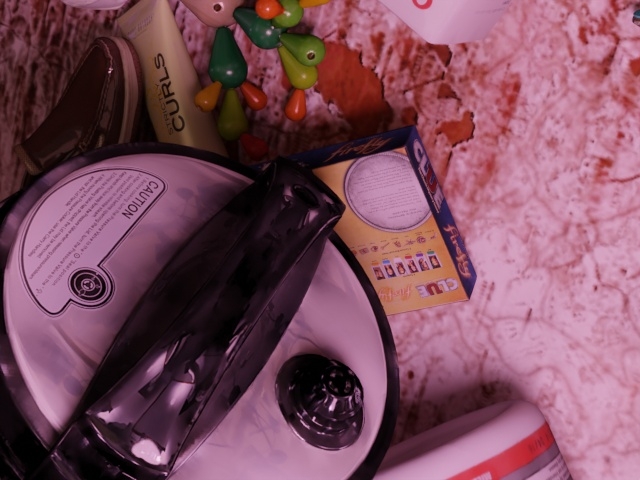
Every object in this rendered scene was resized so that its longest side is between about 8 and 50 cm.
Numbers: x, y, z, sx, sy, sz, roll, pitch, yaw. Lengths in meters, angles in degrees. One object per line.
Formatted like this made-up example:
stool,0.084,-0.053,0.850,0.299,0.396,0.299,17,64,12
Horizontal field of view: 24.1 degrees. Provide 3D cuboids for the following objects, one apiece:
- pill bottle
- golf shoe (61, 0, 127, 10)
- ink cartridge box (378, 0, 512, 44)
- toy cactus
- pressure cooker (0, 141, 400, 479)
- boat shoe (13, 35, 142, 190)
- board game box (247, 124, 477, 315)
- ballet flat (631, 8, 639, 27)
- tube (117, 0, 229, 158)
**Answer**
pill bottle,0.163,0.338,1.285,0.210,0.210,0.363,-26,86,30
golf shoe,-0.141,-0.330,1.391,0.306,0.140,0.115,-39,72,6
ink cartridge box,0.117,-0.330,1.237,0.207,0.117,0.283,42,116,15
toy cactus,-0.074,-0.200,1.387,0.180,0.112,0.219,34,123,30
pressure cooker,-0.140,0.126,1.214,0.420,0.376,0.370,-47,49,47
boat shoe,-0.252,-0.082,1.478,0.095,0.095,0.257,43,123,44
board game box,0.000,0.000,1.361,0.243,0.042,0.165,-12,118,25
ballet flat,0.309,-0.173,1.209,0.114,0.041,0.041,-4,98,30
tube,-0.137,-0.120,1.451,0.070,0.062,0.240,-20,87,11
